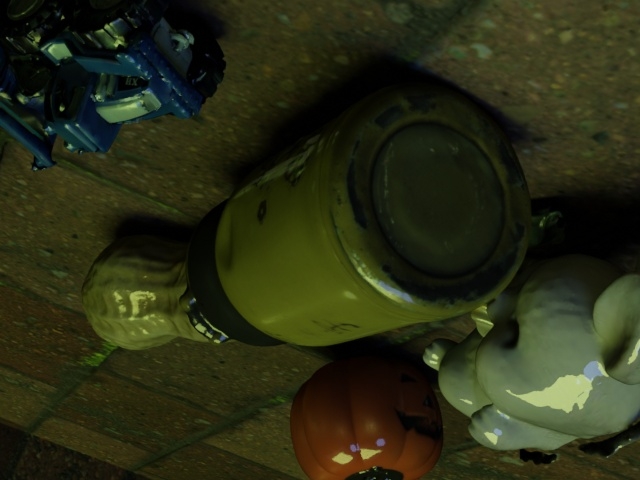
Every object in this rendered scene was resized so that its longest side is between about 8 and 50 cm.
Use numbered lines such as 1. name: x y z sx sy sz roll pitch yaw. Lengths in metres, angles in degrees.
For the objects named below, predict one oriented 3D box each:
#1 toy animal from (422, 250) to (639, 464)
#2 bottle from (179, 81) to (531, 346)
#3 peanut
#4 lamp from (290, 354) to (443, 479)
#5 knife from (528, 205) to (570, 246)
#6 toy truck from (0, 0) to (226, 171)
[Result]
1. toy animal: 0.207 0.082 0.963 0.154 0.208 0.325 52 142 -1
2. bottle: 0.000 0.000 0.966 0.171 0.172 0.351 28 158 -22
3. peanut: -0.148 0.048 1.243 0.298 0.120 0.136 -7 152 41
4. lamp: 0.055 0.217 1.427 0.187 0.164 0.188 -7 150 -4
5. knife: 0.103 -0.006 1.056 0.296 0.026 0.044 -4 146 46
6. toy truck: -0.185 -0.124 0.866 0.208 0.126 0.113 3 153 34
